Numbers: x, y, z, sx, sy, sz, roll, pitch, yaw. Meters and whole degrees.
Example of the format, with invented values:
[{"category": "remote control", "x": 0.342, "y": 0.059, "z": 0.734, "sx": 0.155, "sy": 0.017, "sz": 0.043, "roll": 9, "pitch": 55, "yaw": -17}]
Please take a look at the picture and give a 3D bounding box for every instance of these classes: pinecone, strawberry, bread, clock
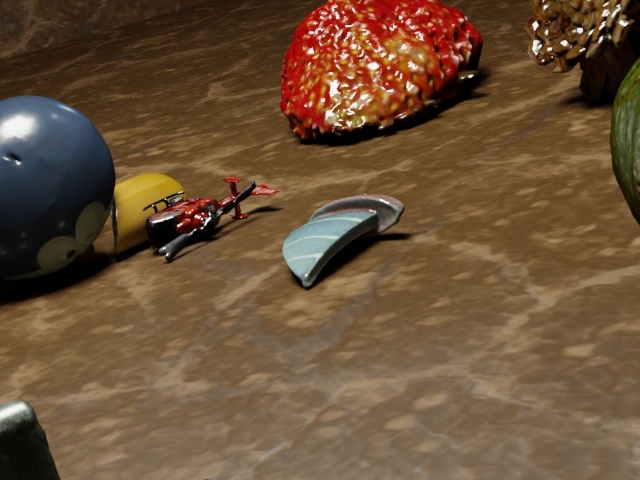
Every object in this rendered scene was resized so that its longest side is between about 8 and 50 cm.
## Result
[{"category": "pinecone", "x": 0.296, "y": -0.218, "z": 1.436, "sx": 0.195, "sy": 0.150, "sz": 0.179, "roll": -21, "pitch": 17, "yaw": -29}, {"category": "strawberry", "x": 0.062, "y": -0.206, "z": 1.626, "sx": 0.233, "sy": 0.138, "sz": 0.306, "roll": -10, "pitch": 14, "yaw": 5}, {"category": "bread", "x": -0.164, "y": -0.028, "z": 1.307, "sx": 0.062, "sy": 0.049, "sz": 0.103, "roll": 31, "pitch": 34, "yaw": 24}, {"category": "clock", "x": -0.272, "y": -0.044, "z": 1.291, "sx": 0.200, "sy": 0.146, "sz": 0.243, "roll": -52, "pitch": 25, "yaw": -15}]

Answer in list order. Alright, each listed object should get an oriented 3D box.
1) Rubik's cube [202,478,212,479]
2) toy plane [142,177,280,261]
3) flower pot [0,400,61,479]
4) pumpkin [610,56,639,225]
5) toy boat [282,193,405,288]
[{"category": "Rubik's cube", "x": -0.051, "y": 0.150, "z": 0.513, "sx": 0.092, "sy": 0.092, "sz": 0.092, "roll": -20, "pitch": 16, "yaw": -22}, {"category": "toy plane", "x": -0.100, "y": -0.023, "z": 1.285, "sx": 0.060, "sy": 0.037, "sz": 0.145, "roll": 8, "pitch": 27, "yaw": 44}, {"category": "flower pot", "x": -0.214, "y": 0.126, "z": 0.718, "sx": 0.108, "sy": 0.103, "sz": 0.229, "roll": -23, "pitch": 17, "yaw": -33}, {"category": "pumpkin", "x": 0.292, "y": -0.078, "z": 0.866, "sx": 0.260, "sy": 0.189, "sz": 0.260, "roll": -14, "pitch": 14, "yaw": 4}, {"category": "toy boat", "x": 0.000, "y": 0.000, "z": 1.125, "sx": 0.096, "sy": 0.034, "sz": 0.122, "roll": -9, "pitch": 16, "yaw": 37}]
